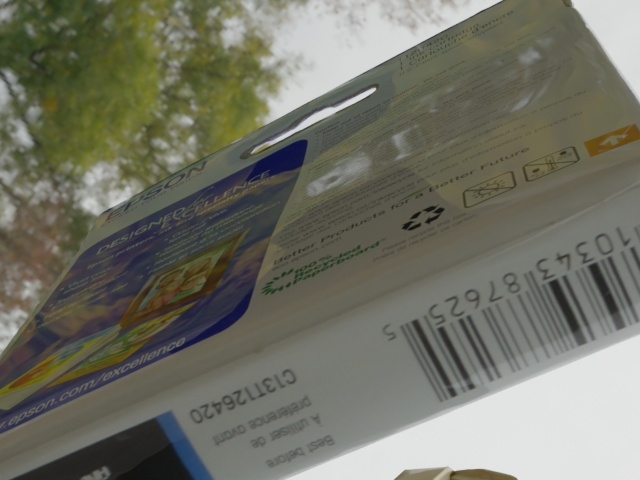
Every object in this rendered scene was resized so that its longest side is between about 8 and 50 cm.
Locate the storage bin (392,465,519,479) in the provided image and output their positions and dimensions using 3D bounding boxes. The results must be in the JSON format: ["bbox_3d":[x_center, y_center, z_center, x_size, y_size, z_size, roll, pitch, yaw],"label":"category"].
[{"bbox_3d":[0.092,0.352,0.969,0.123,0.261,0.262,-12,-174,33],"label":"storage bin"}]

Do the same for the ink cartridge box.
[{"bbox_3d":[0.000,0.000,0.534,0.303,0.072,0.307,-26,-165,14],"label":"ink cartridge box"}]
